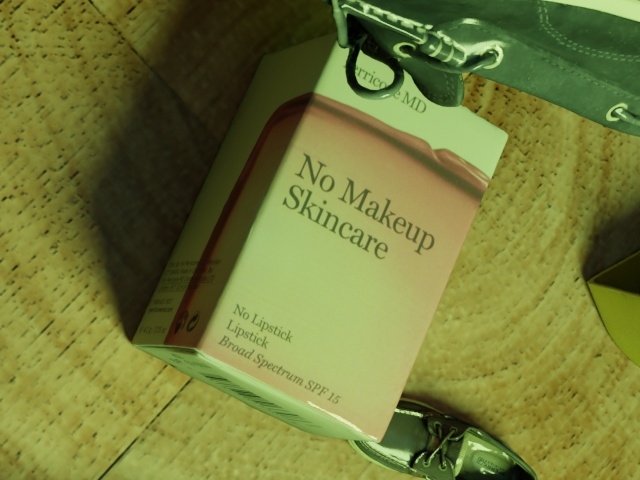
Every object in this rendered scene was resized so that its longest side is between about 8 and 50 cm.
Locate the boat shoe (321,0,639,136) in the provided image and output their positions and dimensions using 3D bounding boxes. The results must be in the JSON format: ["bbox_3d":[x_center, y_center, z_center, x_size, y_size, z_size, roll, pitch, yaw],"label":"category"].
[{"bbox_3d":[0.066,-0.167,0.998,0.500,0.156,0.187,11,42,-26],"label":"boat shoe"}]

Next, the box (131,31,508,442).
[{"bbox_3d":[0.000,0.000,1.096,0.149,0.127,0.232,29,76,-22],"label":"box"}]

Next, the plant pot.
[{"bbox_3d":[0.268,0.058,1.252,0.081,0.081,0.083,-27,111,-24],"label":"plant pot"}]

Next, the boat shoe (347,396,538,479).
[{"bbox_3d":[0.091,0.149,1.176,0.152,0.049,0.056,18,81,-24],"label":"boat shoe"}]
